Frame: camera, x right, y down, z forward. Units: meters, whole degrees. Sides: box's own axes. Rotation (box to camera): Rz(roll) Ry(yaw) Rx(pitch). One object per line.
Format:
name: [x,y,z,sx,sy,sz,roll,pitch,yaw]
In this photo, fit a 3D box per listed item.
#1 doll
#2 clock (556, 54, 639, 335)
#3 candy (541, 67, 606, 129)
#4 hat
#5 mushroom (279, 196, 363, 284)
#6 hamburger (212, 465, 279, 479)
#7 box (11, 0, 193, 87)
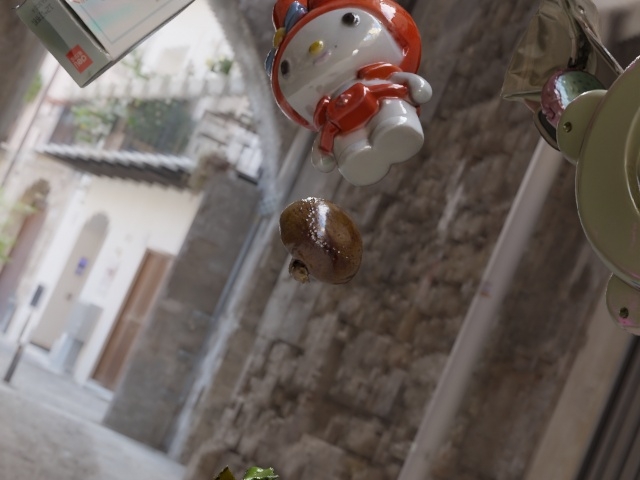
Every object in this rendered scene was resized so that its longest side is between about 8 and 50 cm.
doll: [0.024,-0.175,1.233,0.130,0.161,0.290,35,26,-41]
clock: [0.359,-0.067,1.050,0.114,0.283,0.309,1,-21,-43]
candy: [0.360,-0.194,1.754,0.103,0.103,0.043,25,-31,-9]
hat: [0.387,-0.257,1.817,0.226,0.164,0.219,36,-41,8]
mushroom: [0.000,0.000,1.620,0.127,0.127,0.087,28,-47,-32]
hamburger: [-0.077,0.264,0.961,0.093,0.189,0.164,24,-11,21]
box: [-0.273,-0.319,1.643,0.079,0.269,0.135,-33,-78,38]
